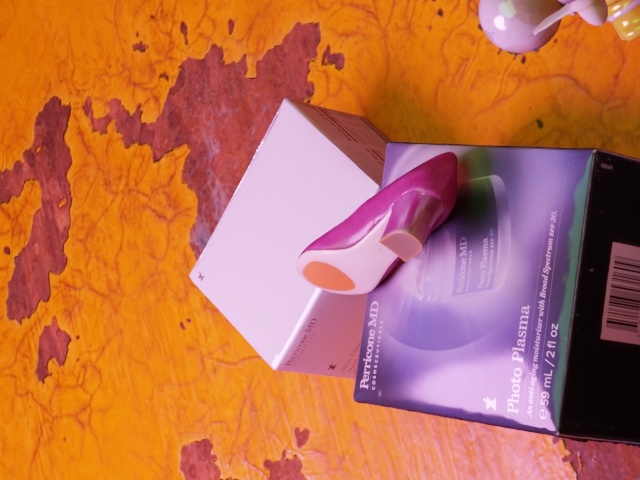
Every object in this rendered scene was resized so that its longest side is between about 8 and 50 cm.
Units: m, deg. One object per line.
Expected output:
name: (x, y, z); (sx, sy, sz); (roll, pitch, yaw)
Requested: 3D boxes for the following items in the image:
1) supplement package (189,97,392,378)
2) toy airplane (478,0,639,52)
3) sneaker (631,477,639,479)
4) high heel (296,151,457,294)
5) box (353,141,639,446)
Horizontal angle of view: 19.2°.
supplement package: (0.000, 0.000, 2.270); (0.204, 0.145, 0.262); (45, 114, 39)
toy airplane: (0.243, -0.321, 1.921); (0.272, 0.386, 0.384); (-51, 50, 10)
sneaker: (0.321, 0.298, 1.964); (0.212, 0.080, 0.094); (-22, 79, 47)
high heel: (0.060, -0.019, 2.037); (0.244, 0.082, 0.117); (-34, 24, 58)
box: (0.209, 0.054, 2.032); (0.294, 0.182, 0.296); (4, 85, 46)
